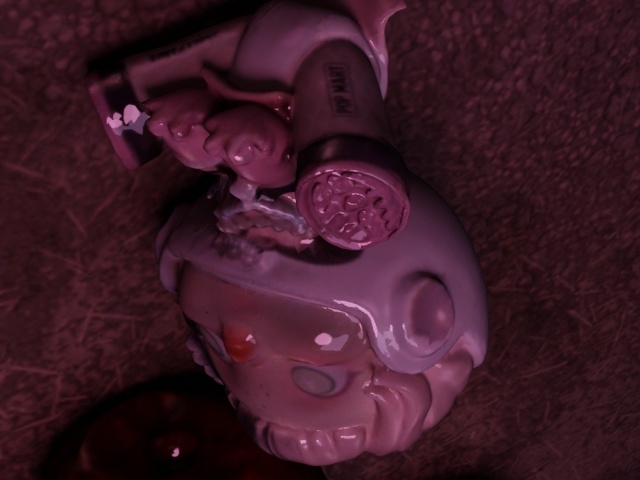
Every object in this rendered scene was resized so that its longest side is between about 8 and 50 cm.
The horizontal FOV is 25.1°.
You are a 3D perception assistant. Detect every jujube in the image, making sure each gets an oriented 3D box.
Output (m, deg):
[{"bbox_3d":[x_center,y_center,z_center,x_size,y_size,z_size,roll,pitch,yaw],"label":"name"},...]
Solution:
[{"bbox_3d":[-0.107,0.306,1.240,0.276,0.276,0.377,-18,126,-15],"label":"jujube"}]

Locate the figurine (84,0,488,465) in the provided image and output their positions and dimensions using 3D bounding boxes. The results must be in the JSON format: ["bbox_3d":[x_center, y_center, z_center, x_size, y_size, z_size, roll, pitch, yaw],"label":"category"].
[{"bbox_3d":[0.006,0.004,1.010,0.211,0.253,0.361,-34,135,-22],"label":"figurine"}]
